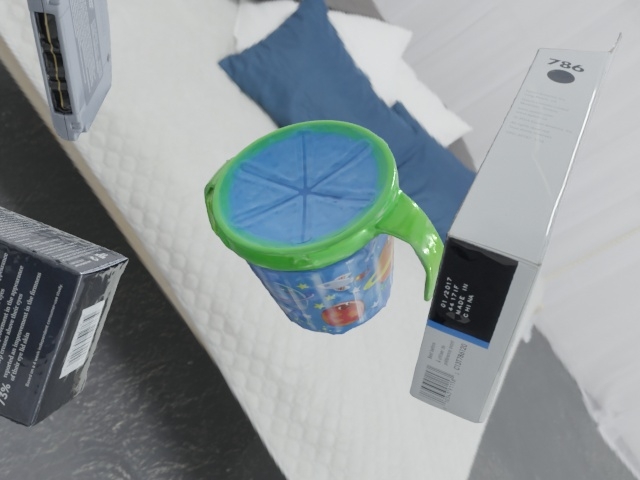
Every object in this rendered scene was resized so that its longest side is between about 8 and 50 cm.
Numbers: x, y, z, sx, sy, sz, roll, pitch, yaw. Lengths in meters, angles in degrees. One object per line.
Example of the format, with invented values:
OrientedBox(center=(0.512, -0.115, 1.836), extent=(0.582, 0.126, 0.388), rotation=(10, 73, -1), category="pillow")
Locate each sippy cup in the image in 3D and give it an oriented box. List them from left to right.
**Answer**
OrientedBox(center=(0.000, 0.000, 0.932), extent=(0.305, 0.240, 0.224), rotation=(56, -12, 42), category="sippy cup")

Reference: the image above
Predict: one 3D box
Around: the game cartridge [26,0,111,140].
OrientedBox(center=(-0.112, -0.094, 0.321), extent=(0.017, 0.083, 0.056), rotation=(11, 47, 1), category="game cartridge")

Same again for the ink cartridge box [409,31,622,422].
OrientedBox(center=(0.163, -0.034, 0.562), extent=(0.065, 0.165, 0.333), rotation=(20, 44, 18), category="ink cartridge box")

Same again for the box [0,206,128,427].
OrientedBox(center=(-0.312, 0.053, 0.654), extent=(0.207, 0.153, 0.108), rotation=(23, 8, 3), category="box")
